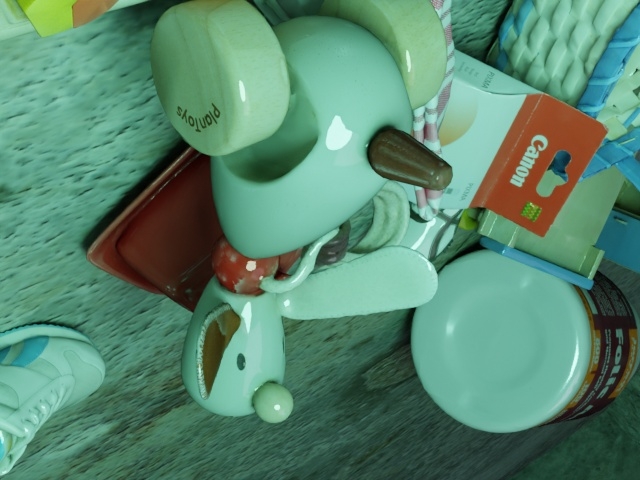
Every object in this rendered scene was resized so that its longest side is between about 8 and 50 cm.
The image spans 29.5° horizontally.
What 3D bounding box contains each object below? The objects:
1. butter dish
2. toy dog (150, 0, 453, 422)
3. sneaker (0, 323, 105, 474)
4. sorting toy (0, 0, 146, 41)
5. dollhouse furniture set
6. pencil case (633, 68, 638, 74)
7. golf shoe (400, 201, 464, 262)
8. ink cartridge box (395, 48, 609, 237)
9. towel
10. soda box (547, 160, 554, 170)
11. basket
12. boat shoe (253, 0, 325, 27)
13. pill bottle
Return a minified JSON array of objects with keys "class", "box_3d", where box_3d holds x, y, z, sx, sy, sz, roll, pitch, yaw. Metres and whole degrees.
[{"class":"butter dish","box_3d":[-0.065,0.004,0.913,0.160,0.118,0.160,-44,159,3]},{"class":"toy dog","box_3d":[0.000,0.000,0.721,0.220,0.161,0.334,-33,146,-16]},{"class":"sneaker","box_3d":[-0.235,0.122,0.878,0.228,0.092,0.087,-7,138,-57]},{"class":"sorting toy","box_3d":[-0.070,-0.154,0.557,0.193,0.038,0.208,-25,172,-37]},{"class":"dollhouse furniture set","box_3d":[0.299,-0.106,1.403,0.303,0.198,0.286,18,97,-31]},{"class":"pencil case","box_3d":[0.358,-0.226,1.280,0.151,0.064,0.070,-35,173,-21]},{"class":"golf shoe","box_3d":[0.113,-0.049,1.195,0.198,0.077,0.094,-45,148,-11]},{"class":"ink cartridge box","box_3d":[0.128,-0.075,1.020,0.045,0.179,0.145,-55,171,-42]},{"class":"towel","box_3d":[0.084,-0.130,0.862,0.144,0.029,0.197,-78,167,-47]},{"class":"soda box","box_3d":[0.184,-0.092,1.140,0.169,0.060,0.053,-19,118,-38]},{"class":"basket","box_3d":[0.295,-0.143,1.021,0.201,0.289,0.255,-25,155,-27]},{"class":"boat shoe","box_3d":[-0.004,-0.140,0.814,0.084,0.095,0.258,-31,152,1]},{"class":"pill bottle","box_3d":[0.291,0.131,1.607,0.224,0.224,0.392,-49,157,16]}]
